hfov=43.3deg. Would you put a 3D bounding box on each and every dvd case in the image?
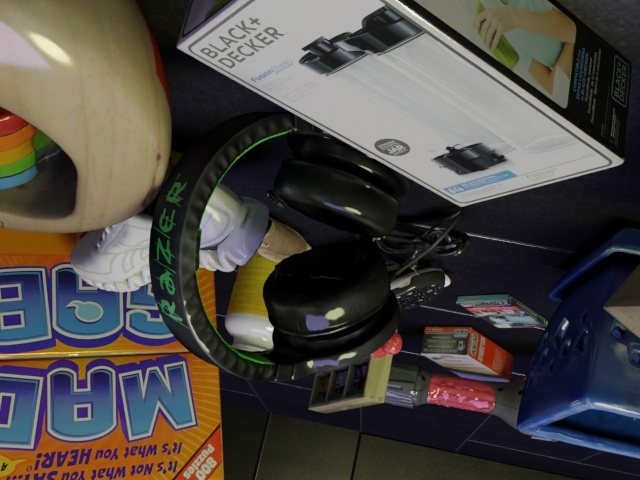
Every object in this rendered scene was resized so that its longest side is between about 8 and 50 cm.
[{"bbox_3d":[0.273,0.107,1.210,0.087,0.013,0.119,-7,151,44],"label":"dvd case"}]

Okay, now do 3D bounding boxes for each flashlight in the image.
[{"bbox_3d":[0.257,0.267,1.377,0.304,0.103,0.103,8,133,12],"label":"flashlight"}]

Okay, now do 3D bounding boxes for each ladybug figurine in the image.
[{"bbox_3d":[-0.266,-0.134,0.669,0.305,0.161,0.449,19,159,-15],"label":"ladybug figurine"}]

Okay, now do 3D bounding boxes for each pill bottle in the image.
[{"bbox_3d":[-0.074,0.087,1.117,0.103,0.184,0.103,11,160,4],"label":"pill bottle"}]

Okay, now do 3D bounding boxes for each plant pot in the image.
[{"bbox_3d":[0.372,0.121,0.895,0.236,0.212,0.236,14,160,0],"label":"plant pot"}]

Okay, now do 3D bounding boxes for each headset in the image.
[{"bbox_3d":[0.000,0.000,0.806,0.394,0.243,0.185,-1,-172,-41],"label":"headset"}]

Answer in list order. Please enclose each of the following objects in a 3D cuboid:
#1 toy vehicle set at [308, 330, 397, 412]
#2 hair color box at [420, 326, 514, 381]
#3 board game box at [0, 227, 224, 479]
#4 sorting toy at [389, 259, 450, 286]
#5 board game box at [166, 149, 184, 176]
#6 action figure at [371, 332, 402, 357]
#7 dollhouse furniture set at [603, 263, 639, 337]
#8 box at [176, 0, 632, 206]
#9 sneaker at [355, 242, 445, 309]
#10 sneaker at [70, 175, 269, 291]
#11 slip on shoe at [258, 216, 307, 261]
[{"bbox_3d":[0.054,0.202,1.376,0.035,0.165,0.267,18,159,-15],"label":"toy vehicle set"},{"bbox_3d":[0.259,0.200,1.413,0.093,0.053,0.167,-4,156,38],"label":"hair color box"},{"bbox_3d":[-0.379,0.178,1.170,0.357,0.356,0.357,2,168,-30],"label":"board game box"},{"bbox_3d":[0.136,0.052,1.110,0.075,0.044,0.083,-7,153,27],"label":"sorting toy"},{"bbox_3d":[-0.193,-0.059,1.002,0.092,0.043,0.181,17,160,-13],"label":"board game box"},{"bbox_3d":[0.040,0.086,1.212,0.092,0.139,0.280,25,179,-38],"label":"action figure"},{"bbox_3d":[0.444,0.117,0.590,0.394,0.362,0.256,41,-179,8],"label":"dollhouse furniture set"},{"bbox_3d":[0.066,-0.132,0.579,0.290,0.087,0.169,26,156,-32],"label":"box"},{"bbox_3d":[0.058,0.047,1.050,0.084,0.097,0.235,6,163,-41],"label":"sneaker"},{"bbox_3d":[-0.197,-0.018,0.916,0.292,0.110,0.118,-14,140,36],"label":"sneaker"},{"bbox_3d":[-0.071,-0.011,1.052,0.135,0.051,0.041,31,157,-23],"label":"slip on shoe"}]
